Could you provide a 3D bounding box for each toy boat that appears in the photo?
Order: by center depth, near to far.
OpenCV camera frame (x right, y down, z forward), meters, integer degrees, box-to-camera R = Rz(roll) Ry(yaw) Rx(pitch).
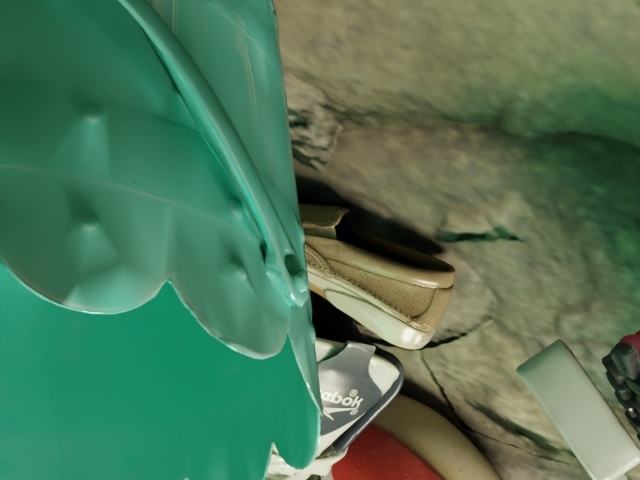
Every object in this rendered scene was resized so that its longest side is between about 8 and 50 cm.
[{"bbox_3d":[-0.004,0.168,0.903,0.231,0.151,0.151,7,144,35],"label":"toy boat"}]

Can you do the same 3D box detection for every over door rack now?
[{"bbox_3d":[0.060,0.200,0.714,0.108,0.239,0.324,54,180,29],"label":"over door rack"}]

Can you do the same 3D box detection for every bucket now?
[{"bbox_3d":[-0.136,-0.008,0.626,0.281,0.183,0.281,-1,154,-1],"label":"bucket"}]

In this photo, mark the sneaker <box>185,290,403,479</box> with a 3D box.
[{"bbox_3d":[-0.023,0.109,0.790,0.094,0.235,0.153,16,148,-34],"label":"sneaker"}]

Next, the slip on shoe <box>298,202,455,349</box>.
[{"bbox_3d":[0.000,0.000,0.756,0.135,0.051,0.041,32,112,12],"label":"slip on shoe"}]

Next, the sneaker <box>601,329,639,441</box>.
[{"bbox_3d":[0.209,0.103,0.666,0.121,0.112,0.299,56,179,32],"label":"sneaker"}]
